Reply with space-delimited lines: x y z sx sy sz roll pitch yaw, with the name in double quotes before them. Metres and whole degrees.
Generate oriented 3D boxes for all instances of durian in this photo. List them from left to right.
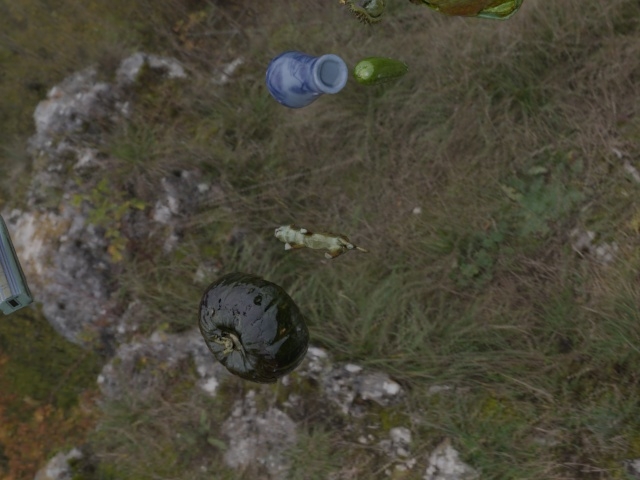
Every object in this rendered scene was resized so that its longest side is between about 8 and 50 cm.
"durian" 0.102 -0.631 2.092 0.102 0.208 0.146 -14 105 37

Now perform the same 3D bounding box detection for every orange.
"orange" 0.354 -0.641 1.832 0.263 0.334 0.196 16 65 19

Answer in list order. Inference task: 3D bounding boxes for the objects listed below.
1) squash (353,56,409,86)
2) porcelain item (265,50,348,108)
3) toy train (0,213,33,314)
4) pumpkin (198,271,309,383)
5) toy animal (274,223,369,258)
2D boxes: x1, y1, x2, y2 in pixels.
"squash" 0.146 -0.396 1.858 0.066 0.201 0.066 11 109 36
"porcelain item" -0.037 -0.385 1.887 0.259 0.141 0.141 9 79 58
"toy train" -0.565 0.013 1.380 0.055 0.048 0.252 -30 61 -5
"pumpkin" -0.135 0.173 1.541 0.238 0.238 0.159 26 48 38
"toy animal" 0.000 0.000 1.788 0.241 0.099 0.056 10 101 17
